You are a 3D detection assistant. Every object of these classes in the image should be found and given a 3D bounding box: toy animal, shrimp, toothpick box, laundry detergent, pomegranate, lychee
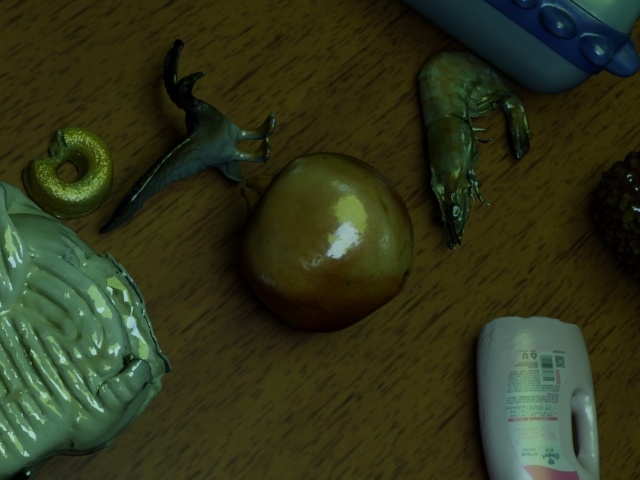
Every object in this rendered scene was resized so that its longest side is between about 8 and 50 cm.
[{"bbox_3d":[-0.129,-0.139,1.749,0.160,0.197,0.272,17,59,-21],"label":"toy animal"},{"bbox_3d":[0.202,-0.113,1.965,0.169,0.058,0.296,11,61,-23],"label":"shrimp"},{"bbox_3d":[0.260,-0.331,1.967,0.355,0.263,0.263,34,59,-10],"label":"toothpick box"},{"bbox_3d":[0.263,0.259,1.817,0.159,0.088,0.335,6,68,-24],"label":"laundry detergent"},{"bbox_3d":[0.005,0.004,1.742,0.209,0.209,0.209,9,66,-21],"label":"pomegranate"},{"bbox_3d":[0.475,-0.027,1.956,0.271,0.271,0.271,9,66,-21],"label":"lychee"}]

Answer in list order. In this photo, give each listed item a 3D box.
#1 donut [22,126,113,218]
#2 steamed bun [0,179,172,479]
[{"bbox_3d":[-0.276,-0.078,1.733,0.097,0.043,0.108,34,63,-8],"label":"donut"},{"bbox_3d":[-0.339,0.112,1.519,0.394,0.237,0.346,13,90,3],"label":"steamed bun"}]
